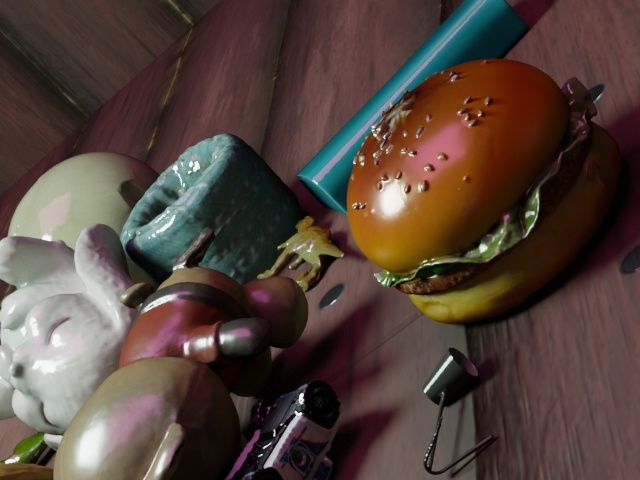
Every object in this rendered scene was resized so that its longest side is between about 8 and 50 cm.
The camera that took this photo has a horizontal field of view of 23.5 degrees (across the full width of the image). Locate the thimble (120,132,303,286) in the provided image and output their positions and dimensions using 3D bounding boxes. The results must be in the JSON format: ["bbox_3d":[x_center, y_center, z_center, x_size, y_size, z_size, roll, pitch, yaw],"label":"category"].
[{"bbox_3d":[-0.127,-0.023,1.832,0.198,0.143,0.235,-38,20,18],"label":"thimble"}]

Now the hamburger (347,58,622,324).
[{"bbox_3d":[0.128,-0.057,1.308,0.246,0.170,0.246,-42,16,15],"label":"hamburger"}]

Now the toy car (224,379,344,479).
[{"bbox_3d":[-0.038,0.194,1.276,0.080,0.070,0.170,-25,25,46],"label":"toy car"}]

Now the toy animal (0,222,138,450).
[{"bbox_3d":[-0.257,0.122,1.697,0.265,0.206,0.271,20,103,63],"label":"toy animal"}]

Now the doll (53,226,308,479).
[{"bbox_3d":[-0.133,0.145,1.409,0.235,0.174,0.330,-47,15,42],"label":"doll"}]

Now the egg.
[{"bbox_3d":[-0.298,-0.002,2.036,0.219,0.219,0.269,-33,24,32],"label":"egg"}]

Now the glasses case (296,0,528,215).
[{"bbox_3d":[0.098,-0.162,1.770,0.301,0.070,0.117,-48,18,-6],"label":"glasses case"}]

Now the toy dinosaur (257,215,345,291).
[{"bbox_3d":[0.000,0.000,1.675,0.162,0.039,0.126,-24,26,45],"label":"toy dinosaur"}]

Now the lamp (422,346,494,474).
[{"bbox_3d":[0.096,0.131,1.188,0.054,0.041,0.121,-48,14,17],"label":"lamp"}]

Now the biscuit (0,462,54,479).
[{"bbox_3d":[-0.327,0.342,1.344,0.057,0.287,0.344,19,17,31],"label":"biscuit"}]

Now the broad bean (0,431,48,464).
[{"bbox_3d":[-0.402,0.296,1.887,0.195,0.046,0.061,-37,7,10],"label":"broad bean"}]
